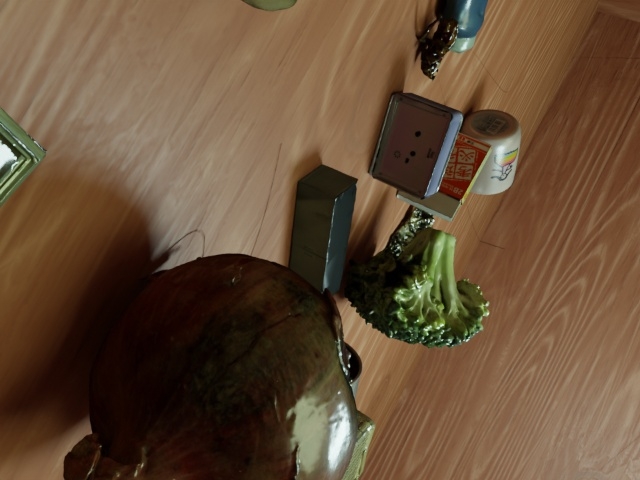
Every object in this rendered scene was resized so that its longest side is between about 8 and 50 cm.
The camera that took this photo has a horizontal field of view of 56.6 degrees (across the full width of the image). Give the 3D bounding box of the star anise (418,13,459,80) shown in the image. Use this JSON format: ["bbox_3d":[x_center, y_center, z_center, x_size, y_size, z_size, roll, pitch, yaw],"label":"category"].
[{"bbox_3d":[0.236,-0.403,1.204,0.097,0.070,0.190,-57,177,-11],"label":"star anise"}]

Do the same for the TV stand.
[{"bbox_3d":[0.000,0.000,1.114,0.088,0.083,0.269,-40,148,-43],"label":"TV stand"}]

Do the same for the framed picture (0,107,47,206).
[{"bbox_3d":[-0.331,-0.023,0.425,0.252,0.014,0.197,-57,158,-18],"label":"framed picture"}]

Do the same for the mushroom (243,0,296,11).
[{"bbox_3d":[-0.035,-0.399,0.577,0.159,0.122,0.328,13,104,-31],"label":"mushroom"}]

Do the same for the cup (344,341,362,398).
[{"bbox_3d":[-0.048,0.326,1.209,0.209,0.288,0.272,2,111,-18],"label":"cup"}]

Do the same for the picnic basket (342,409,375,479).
[{"bbox_3d":[-0.021,0.528,1.458,0.175,0.228,0.312,-33,142,-49],"label":"picnic basket"}]

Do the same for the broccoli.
[{"bbox_3d":[0.234,0.107,1.420,0.293,0.348,0.280,40,67,-74],"label":"broccoli"}]

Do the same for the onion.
[{"bbox_3d":[-0.118,0.181,0.725,0.353,0.354,0.353,-49,154,-34],"label":"onion"}]

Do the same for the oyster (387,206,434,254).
[{"bbox_3d":[0.278,0.036,1.714,0.214,0.083,0.222,-59,137,-23],"label":"oyster"}]

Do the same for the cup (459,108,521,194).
[{"bbox_3d":[0.480,-0.266,1.808,0.253,0.191,0.200,-20,139,-13],"label":"cup"}]

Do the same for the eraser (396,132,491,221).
[{"bbox_3d":[0.320,-0.177,1.537,0.230,0.157,0.038,-60,161,-12],"label":"eraser"}]

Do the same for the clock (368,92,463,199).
[{"bbox_3d":[0.197,-0.199,1.252,0.073,0.145,0.193,-23,135,-52],"label":"clock"}]

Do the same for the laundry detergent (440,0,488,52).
[{"bbox_3d":[0.309,-0.515,1.223,0.143,0.094,0.289,-53,156,-38],"label":"laundry detergent"}]
